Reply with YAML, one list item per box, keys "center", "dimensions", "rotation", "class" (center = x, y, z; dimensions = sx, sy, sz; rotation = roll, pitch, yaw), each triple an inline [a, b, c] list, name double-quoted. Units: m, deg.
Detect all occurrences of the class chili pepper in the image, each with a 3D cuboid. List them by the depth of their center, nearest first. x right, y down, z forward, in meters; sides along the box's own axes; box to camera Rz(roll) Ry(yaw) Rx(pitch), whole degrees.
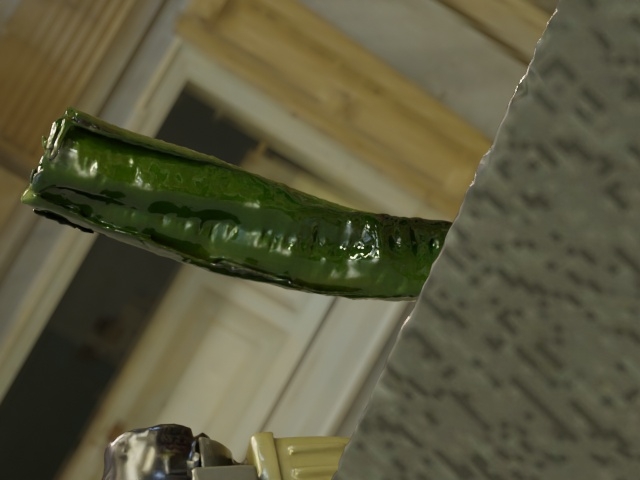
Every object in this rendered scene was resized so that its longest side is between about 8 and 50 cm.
- center: [0.001, 0.000, 1.175]
  dimensions: [0.359, 0.076, 0.085]
  rotation: [16, -44, -21]
  class: "chili pepper"

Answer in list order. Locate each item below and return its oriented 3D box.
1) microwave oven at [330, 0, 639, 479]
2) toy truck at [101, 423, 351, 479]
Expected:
- center: [0.228, -0.015, 0.539]
  dimensions: [0.374, 0.432, 0.236]
  rotation: [28, 37, 8]
  class: "microwave oven"
- center: [-0.041, 0.265, 1.356]
  dimensions: [0.254, 0.180, 0.405]
  rotation: [-1, -28, -10]
  class: "toy truck"
